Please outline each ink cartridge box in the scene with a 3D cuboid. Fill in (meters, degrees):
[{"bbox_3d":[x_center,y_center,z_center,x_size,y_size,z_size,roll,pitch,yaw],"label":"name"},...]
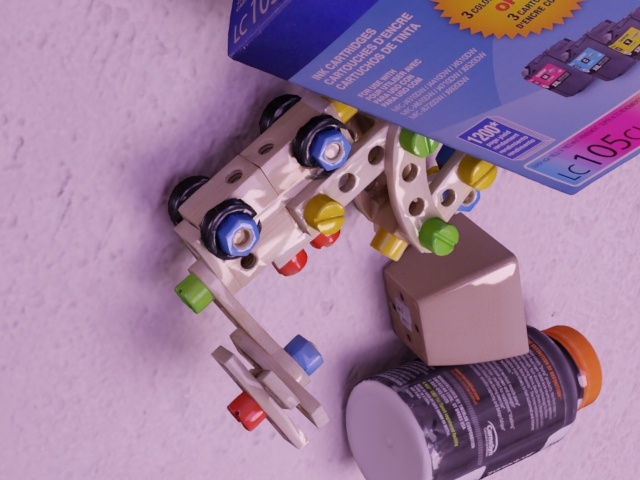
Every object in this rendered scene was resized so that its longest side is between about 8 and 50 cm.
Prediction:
[{"bbox_3d":[0.114,-0.204,1.073,0.395,0.270,0.151,21,57,-24],"label":"ink cartridge box"}]

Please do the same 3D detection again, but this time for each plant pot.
[{"bbox_3d":[0.120,0.055,1.359,0.096,0.109,0.109,-22,122,-16],"label":"plant pot"}]

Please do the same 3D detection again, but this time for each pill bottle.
[{"bbox_3d":[0.156,0.157,1.408,0.246,0.130,0.130,-18,119,-32],"label":"pill bottle"}]

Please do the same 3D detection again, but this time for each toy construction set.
[{"bbox_3d":[0.000,0.000,1.217,0.327,0.151,0.215,-53,133,-22],"label":"toy construction set"}]
